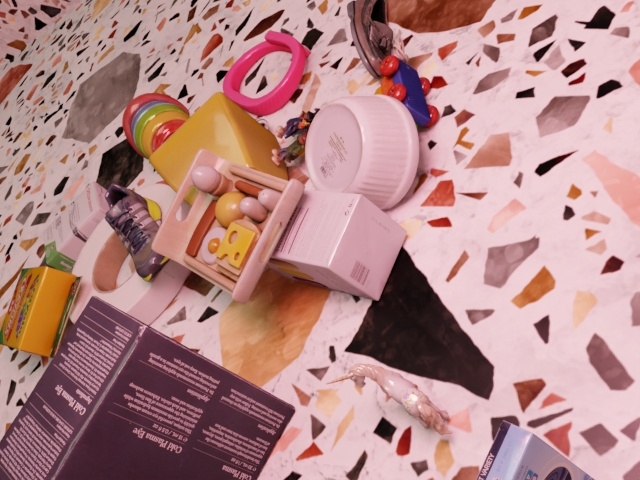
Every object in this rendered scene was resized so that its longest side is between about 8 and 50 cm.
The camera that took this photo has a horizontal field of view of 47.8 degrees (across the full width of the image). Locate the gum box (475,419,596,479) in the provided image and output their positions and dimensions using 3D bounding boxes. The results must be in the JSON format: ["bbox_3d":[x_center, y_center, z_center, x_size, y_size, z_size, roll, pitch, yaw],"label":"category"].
[{"bbox_3d":[0.220,0.299,0.772,0.041,0.184,0.157,14,71,48],"label":"gum box"}]

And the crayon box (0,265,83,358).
[{"bbox_3d":[-0.679,0.168,1.734,0.318,0.081,0.202,-7,65,55],"label":"crayon box"}]

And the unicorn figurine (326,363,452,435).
[{"bbox_3d":[0.107,0.212,1.005,0.162,0.111,0.060,9,67,47],"label":"unicorn figurine"}]

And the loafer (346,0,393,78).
[{"bbox_3d":[0.114,-0.447,1.528,0.084,0.096,0.267,-27,43,18],"label":"loafer"}]

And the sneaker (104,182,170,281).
[{"bbox_3d":[-0.399,-0.020,1.545,0.111,0.121,0.300,-47,39,5],"label":"sneaker"}]

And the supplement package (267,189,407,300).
[{"bbox_3d":[0.000,0.000,1.248,0.244,0.139,0.134,9,70,48],"label":"supplement package"}]

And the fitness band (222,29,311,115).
[{"bbox_3d":[-0.136,-0.410,1.762,0.209,0.054,0.291,-53,38,-2],"label":"fitness band"}]

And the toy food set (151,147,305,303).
[{"bbox_3d":[-0.175,-0.037,1.265,0.306,0.092,0.219,23,86,50],"label":"toy food set"}]

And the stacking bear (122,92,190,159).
[{"bbox_3d":[-0.369,-0.250,1.788,0.175,0.164,0.289,-51,44,1],"label":"stacking bear"}]

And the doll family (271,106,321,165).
[{"bbox_3d":[-0.032,-0.227,1.509,0.111,0.076,0.193,-29,41,31],"label":"doll family"}]

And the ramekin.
[{"bbox_3d":[0.063,-0.155,1.262,0.207,0.109,0.207,3,94,52],"label":"ramekin"}]

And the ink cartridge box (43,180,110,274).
[{"bbox_3d":[-0.630,-0.033,1.912,0.208,0.087,0.153,-43,40,11],"label":"ink cartridge box"}]

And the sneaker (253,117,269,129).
[{"bbox_3d":[-0.171,-0.212,1.627,0.161,0.057,0.075,-54,19,-8],"label":"sneaker"}]

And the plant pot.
[{"bbox_3d":[-0.187,-0.136,1.494,0.212,0.212,0.187,-42,52,11],"label":"plant pot"}]

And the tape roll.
[{"bbox_3d":[-0.438,0.045,1.683,0.392,0.072,0.392,-24,46,28],"label":"tape roll"}]

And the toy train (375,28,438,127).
[{"bbox_3d":[0.127,-0.284,1.390,0.143,0.105,0.248,-41,38,33],"label":"toy train"}]

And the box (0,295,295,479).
[{"bbox_3d":[-0.267,0.309,1.103,0.179,0.343,0.312,15,71,47],"label":"box"}]
